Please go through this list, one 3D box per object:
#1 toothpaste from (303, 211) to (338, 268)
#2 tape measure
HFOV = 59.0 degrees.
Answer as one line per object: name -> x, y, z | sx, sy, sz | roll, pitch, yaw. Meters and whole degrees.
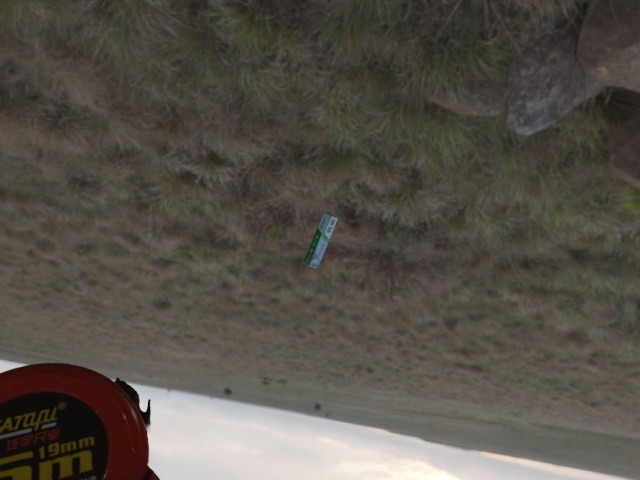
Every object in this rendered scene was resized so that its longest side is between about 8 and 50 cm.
toothpaste -> 0.000, 0.000, 0.850 | 0.020, 0.083, 0.017 | 19, -175, -41
tape measure -> -0.295, 0.261, 0.613 | 0.253, 0.261, 0.114 | -6, 143, -26
